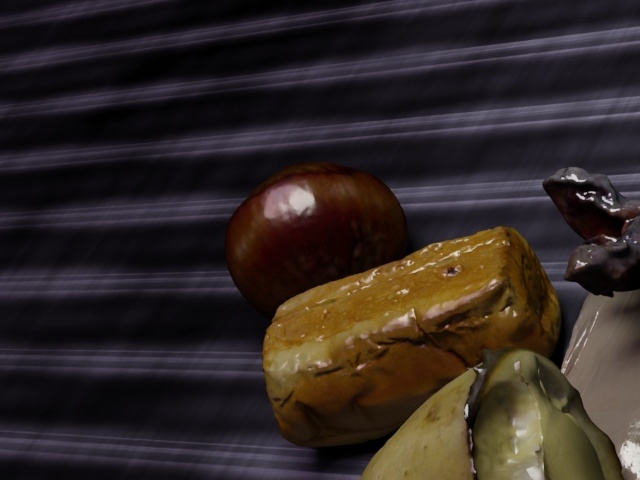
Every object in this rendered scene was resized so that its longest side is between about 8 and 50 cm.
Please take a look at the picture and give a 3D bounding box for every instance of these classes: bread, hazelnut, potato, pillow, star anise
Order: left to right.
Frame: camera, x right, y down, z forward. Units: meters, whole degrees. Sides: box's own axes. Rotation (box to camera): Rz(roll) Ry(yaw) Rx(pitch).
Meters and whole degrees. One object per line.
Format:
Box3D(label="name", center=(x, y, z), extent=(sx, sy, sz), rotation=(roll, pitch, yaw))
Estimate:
Box3D(label="hazelnut", center=(0.000, 0.000, 1.973), extent=(0.204, 0.178, 0.178), rotation=(-13, 22, -27))
Box3D(label="bread", center=(0.087, 0.102, 1.774), extent=(0.294, 0.132, 0.167), rotation=(-23, 32, 19))
Box3D(label="potato", center=(0.135, 0.248, 1.456), extent=(0.243, 0.285, 0.242), rotation=(-26, -6, -3))
Box3D(label="pillow", center=(0.283, 0.139, 1.606), extent=(0.173, 0.067, 0.270), rotation=(-1, 43, 34))
Box3D(label="star anise", center=(0.330, -0.005, 1.630), extent=(0.283, 0.129, 0.212), rotation=(0, 5, -36))
